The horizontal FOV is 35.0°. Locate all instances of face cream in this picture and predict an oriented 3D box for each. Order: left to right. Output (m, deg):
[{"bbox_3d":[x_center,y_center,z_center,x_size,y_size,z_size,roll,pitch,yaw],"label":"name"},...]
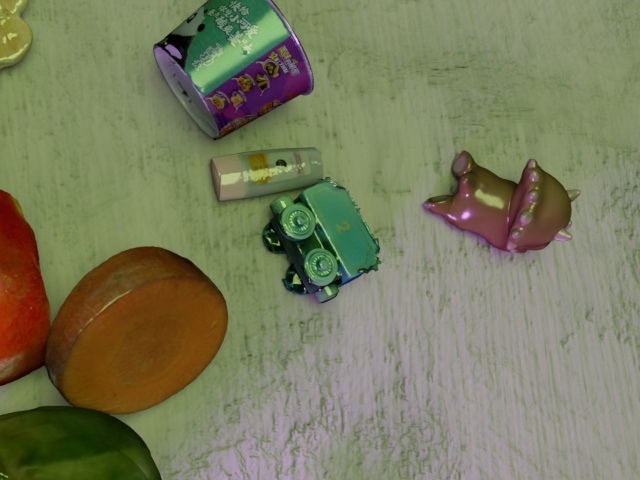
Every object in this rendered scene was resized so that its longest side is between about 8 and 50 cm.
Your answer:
[{"bbox_3d":[-0.096,-0.124,1.826,0.198,0.057,0.084,-10,79,-20],"label":"face cream"}]

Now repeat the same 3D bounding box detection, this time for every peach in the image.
[{"bbox_3d":[-0.577,0.070,1.534,0.380,0.242,0.306,14,68,-14],"label":"peach"}]

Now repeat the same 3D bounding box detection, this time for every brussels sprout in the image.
[{"bbox_3d":[-0.393,0.396,1.484,0.315,0.371,0.276,-30,130,-55],"label":"brussels sprout"}]

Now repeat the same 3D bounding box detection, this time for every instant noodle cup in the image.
[{"bbox_3d":[-0.160,-0.307,1.764,0.190,0.251,0.251,-37,90,-13],"label":"instant noodle cup"}]

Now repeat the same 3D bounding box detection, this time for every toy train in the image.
[{"bbox_3d":[0.000,0.000,1.802,0.163,0.112,0.203,-26,86,-27],"label":"toy train"}]

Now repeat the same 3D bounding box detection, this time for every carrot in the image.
[{"bbox_3d":[-0.295,0.148,1.613,0.307,0.100,0.258,-25,127,-32],"label":"carrot"}]

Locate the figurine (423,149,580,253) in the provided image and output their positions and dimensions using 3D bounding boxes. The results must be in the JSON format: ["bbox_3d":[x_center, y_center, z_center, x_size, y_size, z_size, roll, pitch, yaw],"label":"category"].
[{"bbox_3d":[0.356,-0.072,1.894,0.247,0.173,0.177,38,70,-6],"label":"figurine"}]

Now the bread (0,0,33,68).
[{"bbox_3d":[-0.644,-0.379,1.719,0.316,0.054,0.316,4,76,-16],"label":"bread"}]
